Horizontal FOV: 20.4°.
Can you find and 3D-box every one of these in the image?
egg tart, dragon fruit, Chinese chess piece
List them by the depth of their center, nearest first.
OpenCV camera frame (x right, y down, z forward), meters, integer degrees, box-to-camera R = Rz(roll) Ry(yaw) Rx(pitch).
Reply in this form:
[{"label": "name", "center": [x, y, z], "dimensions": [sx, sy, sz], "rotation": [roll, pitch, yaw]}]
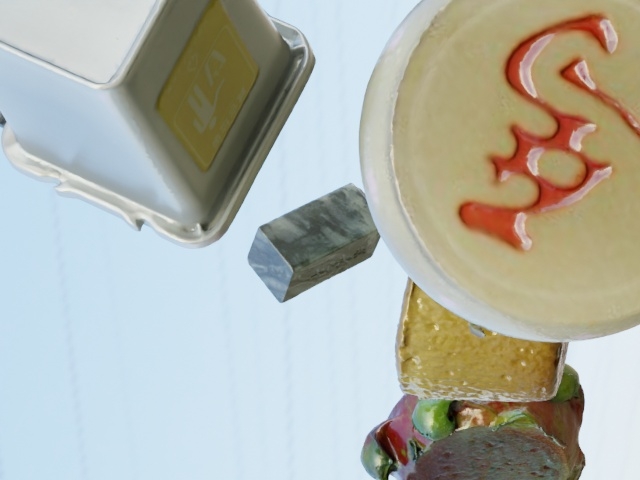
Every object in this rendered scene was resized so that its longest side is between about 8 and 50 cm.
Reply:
[{"label": "Chinese chess piece", "center": [0.160, -0.064, 1.195], "dimensions": [0.102, 0.273, 0.273], "rotation": [-173, 97, -85]}, {"label": "egg tart", "center": [0.158, 0.057, 1.631], "dimensions": [0.202, 0.147, 0.202], "rotation": [9, -90, -78]}, {"label": "dragon fruit", "center": [0.188, 0.240, 2.095], "dimensions": [0.295, 0.268, 0.130], "rotation": [56, -156, -46]}]

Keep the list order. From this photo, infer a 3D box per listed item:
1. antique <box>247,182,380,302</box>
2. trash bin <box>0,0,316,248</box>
[{"label": "antique", "center": [0.000, 0.000, 2.468], "dimensions": [0.183, 0.086, 0.088], "rotation": [-27, -23, -29]}, {"label": "trash bin", "center": [-0.196, -0.181, 1.614], "dimensions": [0.255, 0.296, 0.367], "rotation": [-62, -15, -10]}]
